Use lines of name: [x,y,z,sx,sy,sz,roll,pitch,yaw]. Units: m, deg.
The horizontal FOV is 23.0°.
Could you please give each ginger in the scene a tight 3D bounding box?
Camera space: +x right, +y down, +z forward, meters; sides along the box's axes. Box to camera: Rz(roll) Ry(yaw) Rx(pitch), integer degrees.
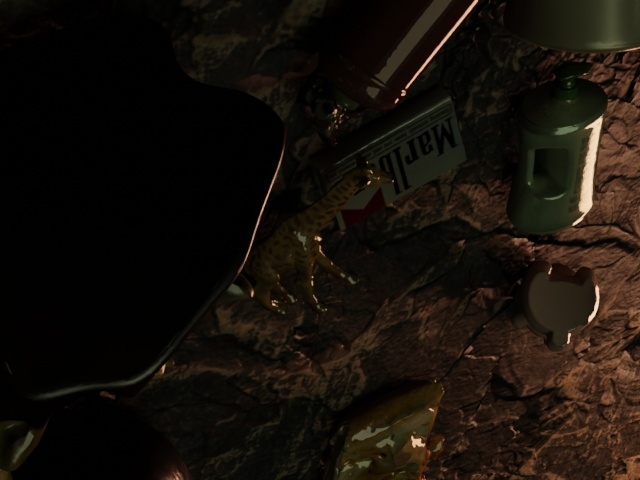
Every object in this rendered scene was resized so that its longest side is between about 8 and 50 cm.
ginger: [-0.248,-0.016,1.502,0.413,0.358,0.211,-45,180,-12]

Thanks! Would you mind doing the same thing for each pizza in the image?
pizza: [0.092,0.324,2.248,0.189,0.071,0.297,-18,139,-23]

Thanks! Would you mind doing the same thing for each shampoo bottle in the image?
shampoo bottle: [0.289,-0.121,1.914,0.118,0.087,0.234,-22,140,-18]

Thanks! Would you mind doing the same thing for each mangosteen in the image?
mangosteen: [-0.294,0.328,1.839,0.302,0.275,0.275,-6,142,9]

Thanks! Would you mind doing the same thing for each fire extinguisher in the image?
fire extinguisher: [0.090,-0.226,1.653,0.337,0.106,0.147,-50,165,20]

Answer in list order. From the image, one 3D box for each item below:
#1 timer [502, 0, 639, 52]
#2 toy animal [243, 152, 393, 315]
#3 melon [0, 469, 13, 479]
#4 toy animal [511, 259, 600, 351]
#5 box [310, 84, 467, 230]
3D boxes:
timer: [0.286,-0.348,1.653,0.175,0.175,0.266,-13,119,-26]
toy animal: [-0.010,0.000,1.808,0.149,0.054,0.275,1,139,-12]
melon: [-0.481,0.303,1.648,0.329,0.248,0.248,-28,142,-16]
toy animal: [0.315,0.087,2.158,0.124,0.124,0.212,-34,174,-2]
box: [0.081,-0.095,1.825,0.177,0.036,0.115,-29,141,-8]
